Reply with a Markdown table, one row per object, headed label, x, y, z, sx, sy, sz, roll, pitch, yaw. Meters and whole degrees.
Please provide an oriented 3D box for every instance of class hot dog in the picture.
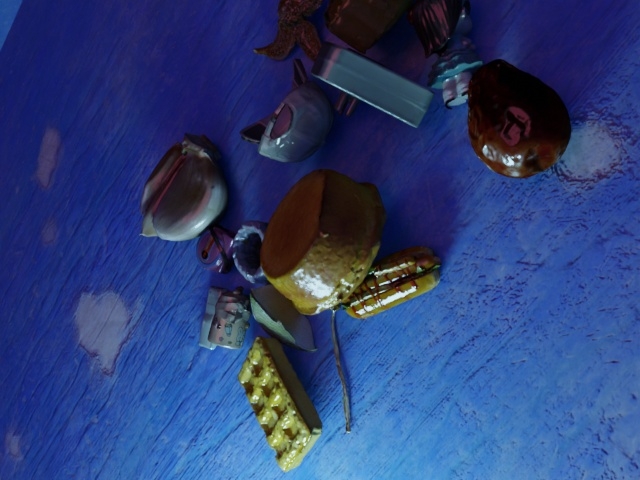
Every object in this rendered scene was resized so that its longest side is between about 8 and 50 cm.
| label | x | y | z | sx | sy | sz | roll | pitch | yaw |
| --- | --- | --- | --- | --- | --- | --- | --- | --- | --- |
| hot dog | 0.139 | 0.082 | 1.295 | 0.250 | 0.076 | 0.104 | -28 | 63 | 37 |

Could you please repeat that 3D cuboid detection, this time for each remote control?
| label | x | y | z | sx | sy | sz | roll | pitch | yaw |
| --- | --- | --- | --- | --- | --- | --- | --- | --- | --- |
| remote control | -0.288 | 0.203 | 1.682 | 0.061 | 0.029 | 0.162 | 5 | 85 | 41 |

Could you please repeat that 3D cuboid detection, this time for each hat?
| label | x | y | z | sx | sy | sz | roll | pitch | yaw |
| --- | --- | --- | --- | --- | --- | --- | --- | --- | --- |
| hat | -0.068 | -0.290 | 1.511 | 0.232 | 0.161 | 0.275 | -48 | 30 | 10 |

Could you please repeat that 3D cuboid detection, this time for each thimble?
| label | x | y | z | sx | sy | sz | roll | pitch | yaw |
| --- | --- | --- | --- | --- | --- | --- | --- | --- | --- |
| thimble | -0.134 | 0.030 | 1.520 | 0.127 | 0.117 | 0.151 | -48 | 54 | 22 |

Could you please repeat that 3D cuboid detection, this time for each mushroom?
| label | x | y | z | sx | sy | sz | roll | pitch | yaw |
| --- | --- | --- | --- | --- | --- | --- | --- | --- | --- |
| mushroom | 0.043 | 0.270 | 1.382 | 0.025 | 0.028 | 0.286 | -4 | 76 | -2 |

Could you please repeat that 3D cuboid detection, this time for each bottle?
| label | x | y | z | sx | sy | sz | roll | pitch | yaw |
| --- | --- | --- | --- | --- | --- | --- | --- | --- | --- |
| bottle | -0.221 | 0.187 | 1.584 | 0.098 | 0.098 | 0.152 | 15 | 88 | 42 |

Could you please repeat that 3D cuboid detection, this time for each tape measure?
| label | x | y | z | sx | sy | sz | roll | pitch | yaw |
| --- | --- | --- | --- | --- | --- | --- | --- | --- | --- |
| tape measure | -0.264 | 0.026 | 1.667 | 0.125 | 0.074 | 0.118 | 36 | 104 | 35 |

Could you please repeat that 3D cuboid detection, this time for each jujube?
| label | x | y | z | sx | sy | sz | roll | pitch | yaw |
| --- | --- | --- | --- | --- | --- | --- | --- | --- | --- |
| jujube | 0.337 | -0.222 | 1.125 | 0.168 | 0.168 | 0.237 | -38 | 52 | 30 |

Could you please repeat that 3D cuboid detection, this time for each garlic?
| label | x | y | z | sx | sy | sz | roll | pitch | yaw |
| --- | --- | --- | --- | --- | --- | --- | --- | --- | --- |
| garlic | -0.365 | -0.126 | 1.746 | 0.279 | 0.132 | 0.325 | 33 | 101 | 41 |

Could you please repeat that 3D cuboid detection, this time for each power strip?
| label | x | y | z | sx | sy | sz | roll | pitch | yaw |
| --- | --- | --- | --- | --- | --- | --- | --- | --- | --- |
| power strip | 0.085 | -0.314 | 1.329 | 0.141 | 0.229 | 0.261 | -63 | 15 | 14 |

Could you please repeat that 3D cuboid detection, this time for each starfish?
| label | x | y | z | sx | sy | sz | roll | pitch | yaw |
| --- | --- | --- | --- | --- | --- | --- | --- | --- | --- |
| starfish | -0.039 | -0.576 | 1.555 | 0.301 | 0.084 | 0.294 | 32 | 112 | 45 |

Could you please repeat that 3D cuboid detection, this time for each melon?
| label | x | y | z | sx | sy | sz | roll | pitch | yaw |
| --- | --- | --- | --- | --- | --- | --- | --- | --- | --- |
| melon | -0.089 | 0.191 | 1.485 | 0.202 | 0.093 | 0.139 | 47 | 145 | 7 |

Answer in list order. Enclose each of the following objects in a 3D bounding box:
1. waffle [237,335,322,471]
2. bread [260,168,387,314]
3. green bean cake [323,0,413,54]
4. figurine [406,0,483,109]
| label | x | y | z | sx | sy | sz | roll | pitch | yaw |
| --- | --- | --- | --- | --- | --- | --- | --- | --- | --- |
| waffle | -0.093 | 0.361 | 1.429 | 0.274 | 0.057 | 0.168 | 57 | 136 | 34 |
| bread | 0.000 | -0.004 | 1.334 | 0.312 | 0.172 | 0.312 | -44 | 29 | 32 |
| green bean cake | 0.113 | -0.526 | 1.354 | 0.224 | 0.131 | 0.230 | -50 | 18 | 23 |
| figurine | 0.248 | -0.388 | 1.269 | 0.137 | 0.110 | 0.246 | -19 | 77 | 39 |
